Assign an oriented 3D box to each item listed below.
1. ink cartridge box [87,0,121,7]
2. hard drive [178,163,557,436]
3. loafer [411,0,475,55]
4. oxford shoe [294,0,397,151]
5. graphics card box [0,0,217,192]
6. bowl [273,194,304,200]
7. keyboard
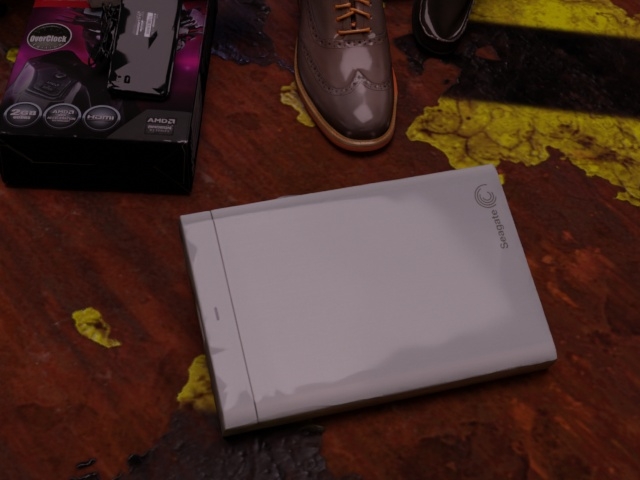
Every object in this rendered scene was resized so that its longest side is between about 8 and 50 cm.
[{"bbox_3d":[-0.186,-0.399,1.420,0.237,0.172,0.100,-10,49,-13],"label":"ink cartridge box"},{"bbox_3d":[0.047,0.055,1.184,0.353,0.047,0.233,-10,69,-13],"label":"hard drive"},{"bbox_3d":[0.180,-0.362,1.547,0.080,0.078,0.220,14,78,-3],"label":"loafer"},{"bbox_3d":[0.026,-0.282,1.456,0.129,0.133,0.364,-8,61,-8],"label":"oxford shoe"},{"bbox_3d":[-0.260,-0.222,1.433,0.232,0.094,0.371,4,49,-1],"label":"graphics card box"},{"bbox_3d":[0.000,0.000,1.273,0.142,0.053,0.142,1,47,-1],"label":"bowl"},{"bbox_3d":[-0.220,-0.253,1.361,0.100,0.038,0.192,8,66,-7],"label":"keyboard"}]
